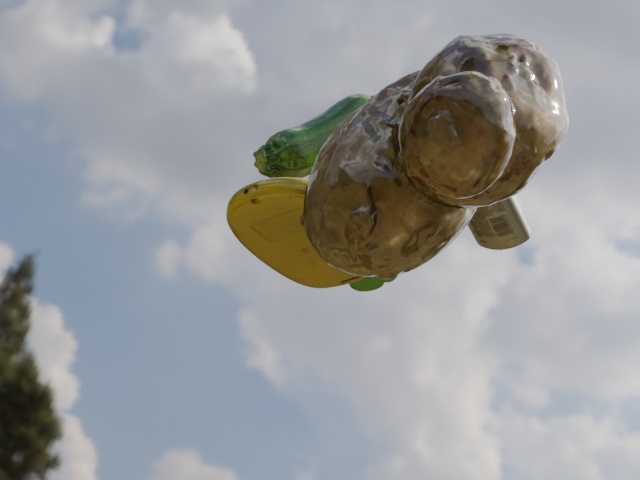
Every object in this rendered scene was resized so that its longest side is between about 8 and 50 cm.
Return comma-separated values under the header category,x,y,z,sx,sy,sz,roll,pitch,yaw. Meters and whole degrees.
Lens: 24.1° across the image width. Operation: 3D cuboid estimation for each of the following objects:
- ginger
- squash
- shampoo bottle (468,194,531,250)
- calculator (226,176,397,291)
category,x,y,z,sx,sy,sz,roll,pitch,yaw
ginger,0.110,-0.089,1.335,0.155,0.244,0.304,48,-28,0
squash,0.001,-0.141,2.081,0.068,0.219,0.077,-13,-78,58
shampoo bottle,0.229,-0.072,2.129,0.086,0.056,0.227,-9,-39,23
calculator,0.000,0.000,1.561,0.146,0.032,0.235,-20,-38,33
